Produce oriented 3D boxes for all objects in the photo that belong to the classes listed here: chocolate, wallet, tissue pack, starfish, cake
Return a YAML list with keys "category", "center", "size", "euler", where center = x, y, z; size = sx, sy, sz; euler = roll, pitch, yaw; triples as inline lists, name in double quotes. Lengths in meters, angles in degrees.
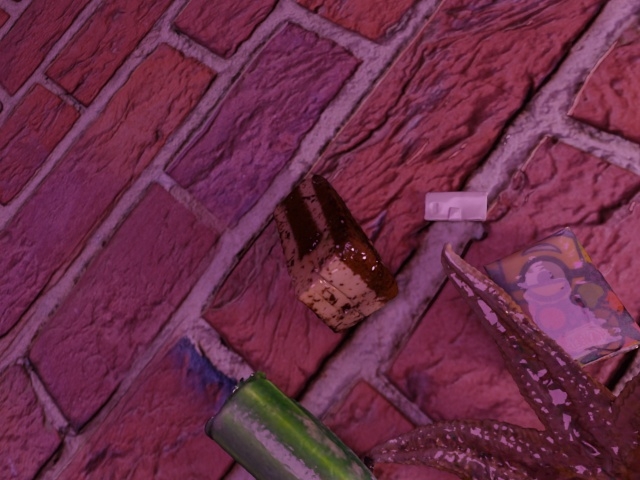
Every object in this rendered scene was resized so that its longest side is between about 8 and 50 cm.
- category: "chocolate"
  center: [0.001, 0.281, 0.586]
  size: [0.291, 0.110, 0.110]
  euler: [32, 85, 28]
- category: "wallet"
  center: [0.184, -0.047, 0.683]
  size: [0.083, 0.011, 0.044]
  euler: [1, 71, 23]
- category: "tissue pack"
  center: [0.271, 0.072, 0.570]
  size: [0.108, 0.060, 0.148]
  euler: [-28, 60, 13]
- category: "starfish"
  center: [0.230, 0.213, 0.468]
  size: [0.384, 0.132, 0.398]
  euler: [23, 118, 33]
- category: "cake"
  center: [-0.006, -0.010, 0.681]
  size: [0.112, 0.135, 0.246]
  euler: [-35, 60, 9]
